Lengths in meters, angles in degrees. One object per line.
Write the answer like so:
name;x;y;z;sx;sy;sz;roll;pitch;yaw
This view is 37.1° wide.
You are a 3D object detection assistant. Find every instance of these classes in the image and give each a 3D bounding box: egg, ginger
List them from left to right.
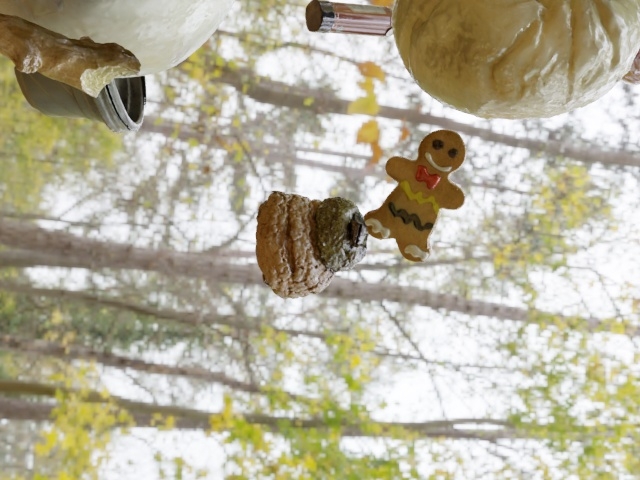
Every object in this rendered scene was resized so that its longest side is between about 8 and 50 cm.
ginger;-0.226;-0.158;0.821;0.044;0.137;0.058;-19;-121;65
egg;-0.233;-0.281;0.936;0.201;0.337;0.337;-76;-171;-47

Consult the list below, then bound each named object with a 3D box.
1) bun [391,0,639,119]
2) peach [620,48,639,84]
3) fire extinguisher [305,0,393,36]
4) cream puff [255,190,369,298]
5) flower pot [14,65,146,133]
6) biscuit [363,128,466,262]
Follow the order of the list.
bun;0.141;-0.168;0.703;0.188;0.164;0.111;46;-24;42
peach;0.393;-0.369;1.153;0.338;0.281;0.281;66;-15;-16
fire extinguisher;0.063;-0.330;1.420;0.062;0.177;0.050;-22;-104;55
cream puff;0.000;0.000;1.527;0.183;0.168;0.183;-8;90;-71
flower pot;-0.332;-0.253;1.301;0.235;0.140;0.236;-6;90;-86
biscuit;0.179;-0.088;1.692;0.240;0.158;0.035;-64;175;7
